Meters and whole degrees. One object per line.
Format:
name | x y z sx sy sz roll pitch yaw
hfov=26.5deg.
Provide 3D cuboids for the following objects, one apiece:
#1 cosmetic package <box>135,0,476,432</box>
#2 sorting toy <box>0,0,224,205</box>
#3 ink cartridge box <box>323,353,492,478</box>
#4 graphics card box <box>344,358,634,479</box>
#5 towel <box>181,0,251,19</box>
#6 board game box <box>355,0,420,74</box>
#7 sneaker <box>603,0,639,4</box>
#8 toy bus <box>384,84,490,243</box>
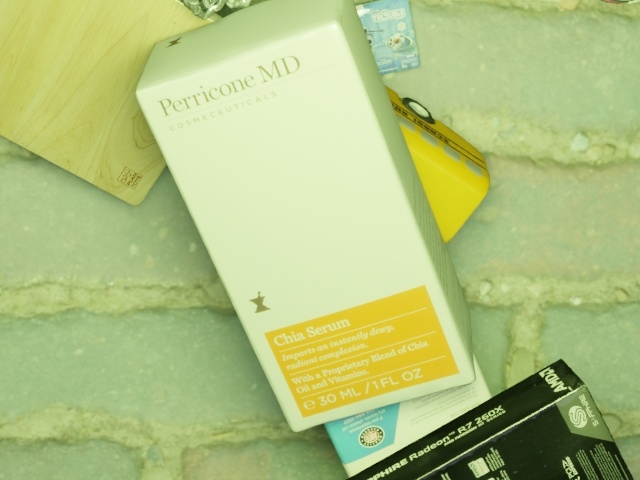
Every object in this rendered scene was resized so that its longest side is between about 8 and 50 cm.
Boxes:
cosmetic package | -0.003 -0.031 1.509 0.230 0.161 0.453 -18 116 12
sorting toy | -0.256 -0.211 1.567 0.255 0.089 0.257 29 118 -16
ink cartridge box | 0.132 0.264 1.711 0.198 0.197 0.270 -24 107 -1
graphics card box | 0.182 0.328 1.583 0.371 0.094 0.233 -30 108 2
towel | -0.127 -0.413 1.438 0.121 0.235 0.283 -18 148 -41
board game box | 0.070 -0.247 1.660 0.090 0.020 0.090 -13 105 -3
sneaker | 0.360 -0.428 1.599 0.112 0.121 0.299 0 101 6
toy bus | 0.036 -0.135 1.617 0.333 0.130 0.108 32 114 -14
